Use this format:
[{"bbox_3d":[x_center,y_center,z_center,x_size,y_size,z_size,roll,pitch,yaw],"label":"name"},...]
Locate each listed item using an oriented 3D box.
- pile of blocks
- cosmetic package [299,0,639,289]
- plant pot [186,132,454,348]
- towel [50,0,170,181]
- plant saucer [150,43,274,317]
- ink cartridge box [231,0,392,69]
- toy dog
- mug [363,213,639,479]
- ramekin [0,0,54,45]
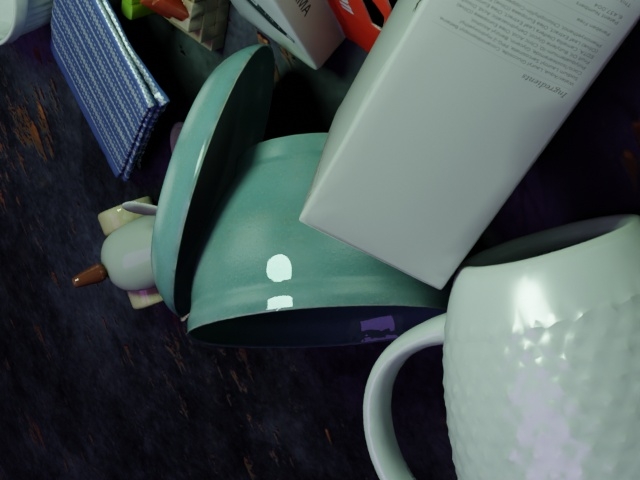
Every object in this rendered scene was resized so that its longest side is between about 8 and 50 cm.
[{"bbox_3d":[-0.251,-0.375,1.378,0.362,0.112,0.149,55,141,9],"label":"pile of blocks"},{"bbox_3d":[0.134,-0.159,0.950,0.155,0.197,0.366,26,129,-7],"label":"cosmetic package"},{"bbox_3d":[0.000,0.000,1.222,0.293,0.293,0.196,-19,70,51],"label":"plant pot"},{"bbox_3d":[-0.284,-0.226,1.494,0.243,0.040,0.336,62,160,4],"label":"towel"},{"bbox_3d":[-0.122,-0.071,1.267,0.043,0.318,0.318,19,131,4],"label":"plant saucer"},{"bbox_3d":[-0.027,-0.252,1.124,0.239,0.060,0.275,40,176,26],"label":"ink cartridge box"},{"bbox_3d":[-0.224,0.010,1.540,0.220,0.161,0.334,54,141,9],"label":"toy dog"},{"bbox_3d":[0.207,0.165,1.036,0.374,0.276,0.328,-14,95,32],"label":"mug"},{"bbox_3d":[-0.439,-0.384,1.585,0.207,0.109,0.207,27,131,37],"label":"ramekin"}]
